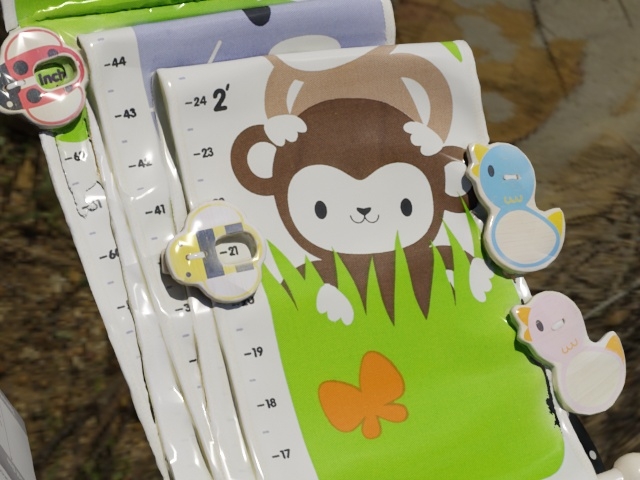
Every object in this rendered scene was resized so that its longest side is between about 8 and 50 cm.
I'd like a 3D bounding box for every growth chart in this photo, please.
[{"bbox_3d":[0.000,0.000,0.475,0.172,0.021,0.237,-23,84,-23],"label":"growth chart"}]

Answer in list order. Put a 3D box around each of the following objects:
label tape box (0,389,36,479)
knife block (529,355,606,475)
[{"bbox_3d":[-0.196,0.148,0.653,0.106,0.240,0.333,-26,43,0],"label":"label tape box"},{"bbox_3d":[0.063,0.044,0.922,0.242,0.088,0.275,17,117,30],"label":"knife block"}]
